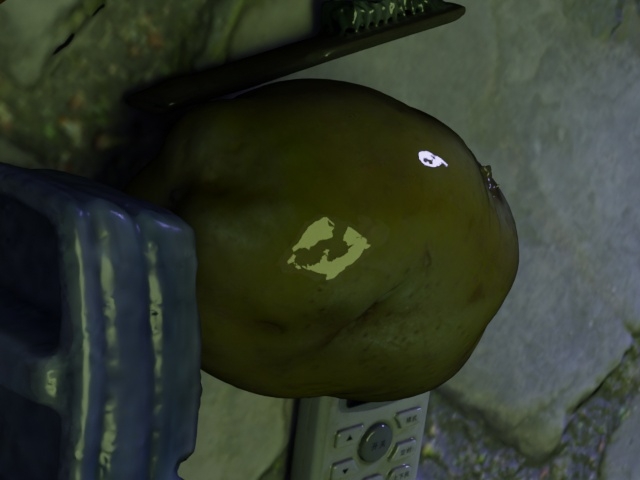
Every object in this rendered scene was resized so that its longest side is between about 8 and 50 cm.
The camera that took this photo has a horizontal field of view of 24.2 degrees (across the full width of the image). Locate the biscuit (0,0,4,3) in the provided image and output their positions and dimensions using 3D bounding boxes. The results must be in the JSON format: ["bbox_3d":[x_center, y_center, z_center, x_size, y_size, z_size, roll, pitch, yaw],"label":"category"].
[{"bbox_3d":[-0.163,-0.256,0.459,0.350,0.070,0.394,-31,129,-33],"label":"biscuit"}]

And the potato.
[{"bbox_3d":[0.002,0.003,0.690,0.200,0.137,0.154,26,92,-48],"label":"potato"}]

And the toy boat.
[{"bbox_3d":[-0.124,0.105,0.630,0.078,0.127,0.283,-10,115,-47],"label":"toy boat"}]

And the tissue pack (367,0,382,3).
[{"bbox_3d":[0.012,-0.214,0.600,0.173,0.073,0.235,-23,130,-71],"label":"tissue pack"}]

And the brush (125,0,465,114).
[{"bbox_3d":[-0.008,-0.097,0.709,0.190,0.034,0.027,-23,114,-34],"label":"brush"}]

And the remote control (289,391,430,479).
[{"bbox_3d":[0.022,0.118,0.844,0.087,0.029,0.190,-10,116,-40],"label":"remote control"}]
